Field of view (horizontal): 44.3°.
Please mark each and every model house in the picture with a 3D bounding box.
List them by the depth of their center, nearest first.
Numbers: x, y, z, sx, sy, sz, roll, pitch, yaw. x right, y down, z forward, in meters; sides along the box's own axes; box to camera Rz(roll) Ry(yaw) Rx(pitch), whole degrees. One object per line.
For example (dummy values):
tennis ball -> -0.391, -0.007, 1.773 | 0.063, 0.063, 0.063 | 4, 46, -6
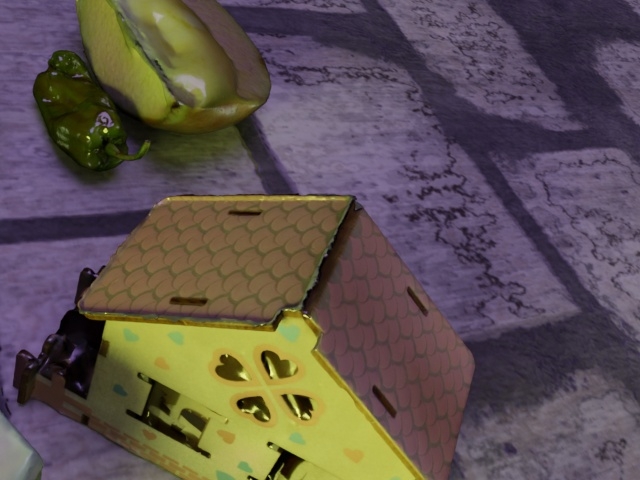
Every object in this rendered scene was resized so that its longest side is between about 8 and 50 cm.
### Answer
model house -> -0.042, 0.073, 0.580 | 0.326, 0.244, 0.169 | 29, 45, 2

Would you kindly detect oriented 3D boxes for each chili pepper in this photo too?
chili pepper -> -0.233, -0.114, 0.785 | 0.072, 0.073, 0.204 | -22, 49, -20

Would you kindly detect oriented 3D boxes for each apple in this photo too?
apple -> -0.160, -0.206, 0.879 | 0.193, 0.120, 0.265 | -6, 54, -48

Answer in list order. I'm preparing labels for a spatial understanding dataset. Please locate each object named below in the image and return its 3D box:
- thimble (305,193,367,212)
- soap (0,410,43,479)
thimble -> 0.000, 0.000, 0.784 | 0.110, 0.084, 0.062 | 1, 47, -10
soap -> -0.390, 0.106, 0.435 | 0.446, 0.156, 0.261 | 25, 44, -3
